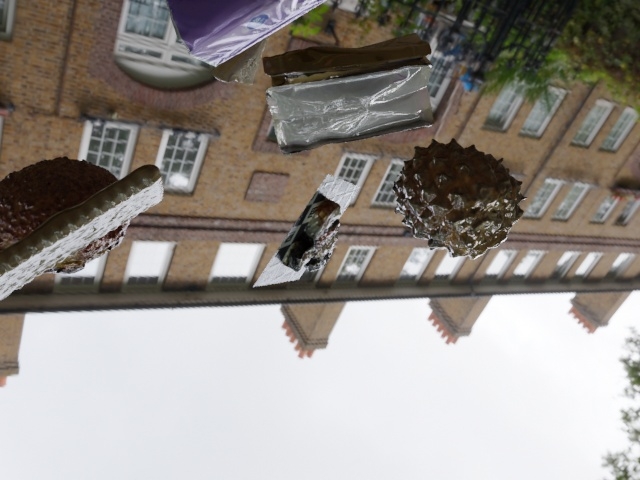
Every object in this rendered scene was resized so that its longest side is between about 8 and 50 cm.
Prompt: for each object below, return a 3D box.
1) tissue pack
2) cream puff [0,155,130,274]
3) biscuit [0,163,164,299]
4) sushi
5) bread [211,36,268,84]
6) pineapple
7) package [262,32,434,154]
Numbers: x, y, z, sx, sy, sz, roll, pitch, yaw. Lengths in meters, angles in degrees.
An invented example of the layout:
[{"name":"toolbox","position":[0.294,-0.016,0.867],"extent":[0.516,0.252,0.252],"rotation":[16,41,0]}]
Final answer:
[{"name":"tissue pack","position":[-0.176,-0.573,1.353],"extent":[0.160,0.338,0.242],"rotation":[-11,-102,-67]},{"name":"cream puff","position":[-0.606,-0.071,1.425],"extent":[0.350,0.228,0.350],"rotation":[2,-145,-1]},{"name":"biscuit","position":[-0.381,-0.011,0.937],"extent":[0.325,0.217,0.044],"rotation":[-35,-88,-14]},{"name":"sushi","position":[0.000,0.000,1.640],"extent":[0.069,0.339,0.320],"rotation":[36,-171,15]},{"name":"bread","position":[-0.218,-0.504,1.675],"extent":[0.105,0.152,0.077],"rotation":[-8,-141,-47]},{"name":"pineapple","position":[0.178,-0.065,0.861],"extent":[0.166,0.166,0.193],"rotation":[0,-152,-36]},{"name":"package","position":[0.049,-0.319,1.176],"extent":[0.311,0.165,0.221],"rotation":[-9,-118,3]}]
